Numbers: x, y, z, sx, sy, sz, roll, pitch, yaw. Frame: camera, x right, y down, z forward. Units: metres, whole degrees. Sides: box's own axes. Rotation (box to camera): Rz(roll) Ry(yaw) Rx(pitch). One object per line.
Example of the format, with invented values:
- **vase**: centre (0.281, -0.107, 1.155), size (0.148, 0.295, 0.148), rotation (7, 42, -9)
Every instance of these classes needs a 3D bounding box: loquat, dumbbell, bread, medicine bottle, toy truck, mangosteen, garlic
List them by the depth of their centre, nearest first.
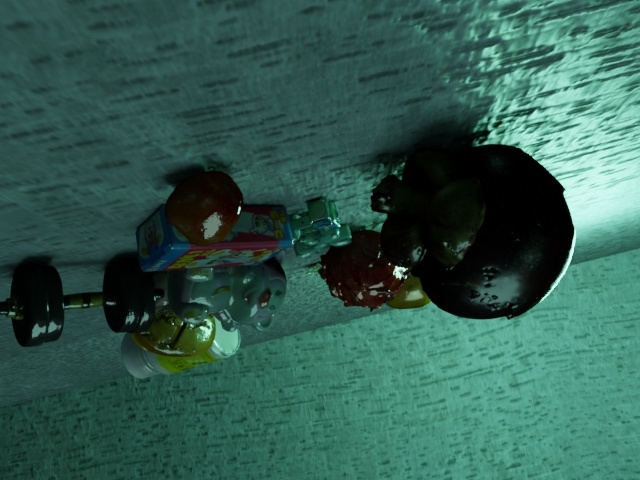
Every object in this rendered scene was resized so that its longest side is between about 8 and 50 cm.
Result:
- **mangosteen**: centre (0.326, -0.034, 1.339), size (0.381, 0.380, 0.421), rotation (-22, 135, 30)
- **dumbbell**: centre (-0.546, 0.138, 1.490), size (0.389, 0.185, 0.185), rotation (-3, 162, -39)
- **toy truck**: centre (-0.048, -0.045, 1.502), size (0.175, 0.067, 0.081), rotation (-15, 160, 18)
- **garlic**: centre (-0.471, 0.150, 1.752), size (0.159, 0.101, 0.147), rotation (-14, 160, 8)
- **loquat**: centre (0.262, 0.100, 1.997), size (0.235, 0.234, 0.235), rotation (-13, 166, -3)
- **bread**: centre (-0.459, 0.268, 2.016), size (0.270, 0.195, 0.143), rotation (23, 150, -38)
- **medicine bottle**: centre (-0.496, 0.353, 2.281), size (0.379, 0.213, 0.213), rotation (-19, 165, 20)

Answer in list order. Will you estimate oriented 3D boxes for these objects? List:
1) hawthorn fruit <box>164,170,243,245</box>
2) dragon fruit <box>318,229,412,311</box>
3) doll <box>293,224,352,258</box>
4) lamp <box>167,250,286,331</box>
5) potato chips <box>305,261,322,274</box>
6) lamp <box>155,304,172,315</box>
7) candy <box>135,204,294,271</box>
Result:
- **hawthorn fruit**: centre (-0.202, -0.062, 1.167), size (0.138, 0.132, 0.133), rotation (-30, 159, 38)
- **dragon fruit**: centre (0.122, 0.081, 1.820), size (0.241, 0.240, 0.252), rotation (4, 142, -50)
- **doll**: centre (0.000, 0.000, 1.717), size (0.159, 0.059, 0.159), rotation (-19, 166, 14)
- **lamp**: centre (-0.245, 0.115, 1.690), size (0.301, 0.247, 0.247), rotation (4, -171, -32)
- **potato chips**: centre (0.052, 0.078, 2.126), size (0.208, 0.028, 0.092), rotation (-8, 163, -29)
- **lamp**: centre (-0.446, 0.165, 1.867), size (0.326, 0.090, 0.089), rotation (-16, 165, 4)
- **candy**: centre (-0.228, -0.007, 1.405), size (0.306, 0.100, 0.157), rotation (-3, 163, -39)
